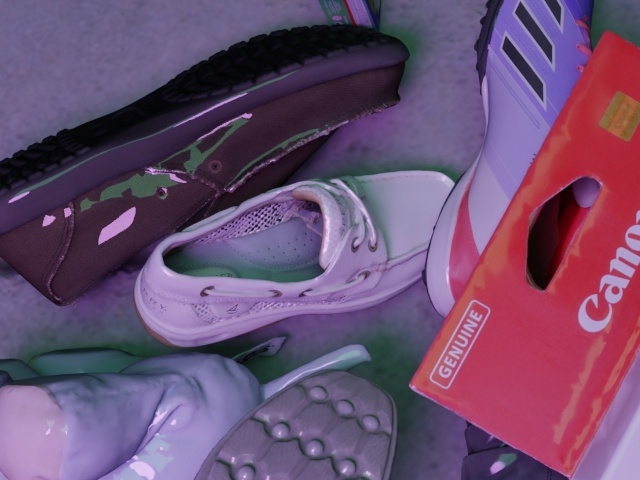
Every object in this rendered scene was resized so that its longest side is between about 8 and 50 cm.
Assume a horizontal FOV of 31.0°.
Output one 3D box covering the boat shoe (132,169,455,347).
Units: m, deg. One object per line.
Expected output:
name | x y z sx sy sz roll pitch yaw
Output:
boat shoe | 0.000 0.000 0.851 0.277 0.096 0.098 -21 68 -24

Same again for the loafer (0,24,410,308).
loafer | -0.092 -0.062 0.921 0.365 0.134 0.130 -24 114 -5

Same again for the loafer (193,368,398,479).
loafer | -0.050 0.210 0.691 0.112 0.111 0.319 29 52 13

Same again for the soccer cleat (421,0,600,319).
soccer cleat | 0.173 -0.085 0.868 0.116 0.108 0.318 5 74 47

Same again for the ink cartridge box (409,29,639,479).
ink cartridge box | 0.243 0.036 0.758 0.261 0.066 0.296 30 81 -1

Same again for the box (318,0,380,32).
box | 0.027 -0.270 0.958 0.043 0.105 0.179 -2 74 13

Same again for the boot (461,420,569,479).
boot | 0.114 0.184 0.808 0.338 0.118 0.223 -5 70 -16

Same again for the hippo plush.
hippo plush | -0.142 0.201 0.823 0.294 0.234 0.237 -4 91 -37
